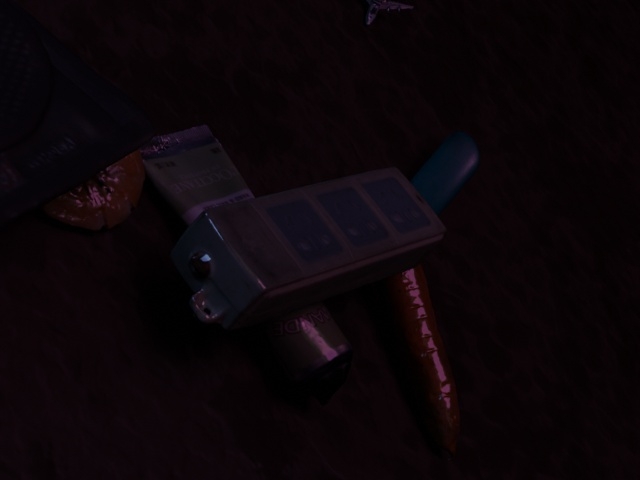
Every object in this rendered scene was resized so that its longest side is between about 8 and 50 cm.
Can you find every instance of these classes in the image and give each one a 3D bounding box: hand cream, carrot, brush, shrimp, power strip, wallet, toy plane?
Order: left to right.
[{"bbox_3d":[-0.275,-0.133,0.833,0.323,0.041,0.247,40,32,4],"label":"wallet"},{"bbox_3d":[-0.190,-0.059,0.916,0.180,0.041,0.099,15,65,-45],"label":"shrimp"},{"bbox_3d":[-0.051,0.015,1.002,0.086,0.055,0.235,-18,72,-51],"label":"hand cream"},{"bbox_3d":[0.000,0.000,0.987,0.078,0.052,0.272,52,35,16],"label":"power strip"},{"bbox_3d":[0.057,-0.246,1.384,0.078,0.024,0.084,25,40,-9],"label":"toy plane"},{"bbox_3d":[0.074,0.068,1.105,0.057,0.057,0.224,7,58,-48],"label":"carrot"},{"bbox_3d":[0.094,-0.041,1.248,0.043,0.032,0.193,53,45,-10],"label":"brush"}]
